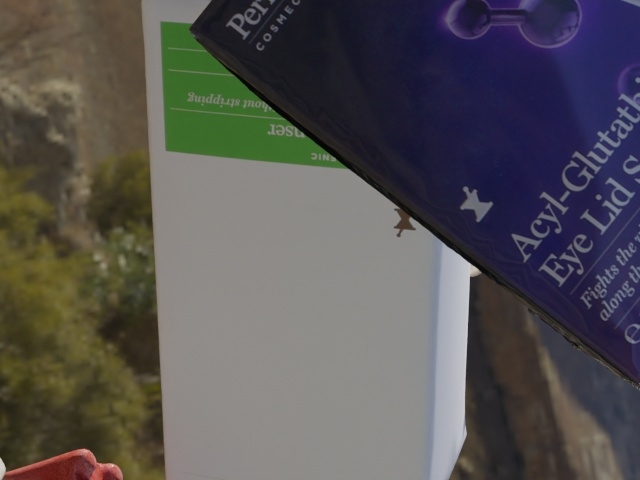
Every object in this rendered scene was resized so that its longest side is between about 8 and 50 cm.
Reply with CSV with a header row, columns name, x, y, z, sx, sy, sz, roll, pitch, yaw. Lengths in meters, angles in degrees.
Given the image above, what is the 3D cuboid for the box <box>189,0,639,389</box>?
name,x,y,z,sx,sy,sz,roll,pitch,yaw
box,0.082,-0.066,0.569,0.207,0.153,0.108,37,2,9

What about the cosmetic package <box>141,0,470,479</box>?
name,x,y,z,sx,sy,sz,roll,pitch,yaw
cosmetic package,0.000,0.000,1.034,0.155,0.197,0.365,-55,147,-63

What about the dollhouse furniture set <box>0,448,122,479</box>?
name,x,y,z,sx,sy,sz,roll,pitch,yaw
dollhouse furniture set,-0.272,0.119,0.991,0.374,0.152,0.201,59,16,-21

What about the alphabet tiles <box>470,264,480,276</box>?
name,x,y,z,sx,sy,sz,roll,pitch,yaw
alphabet tiles,0.071,-0.067,1.359,0.021,0.284,0.278,18,24,-45
